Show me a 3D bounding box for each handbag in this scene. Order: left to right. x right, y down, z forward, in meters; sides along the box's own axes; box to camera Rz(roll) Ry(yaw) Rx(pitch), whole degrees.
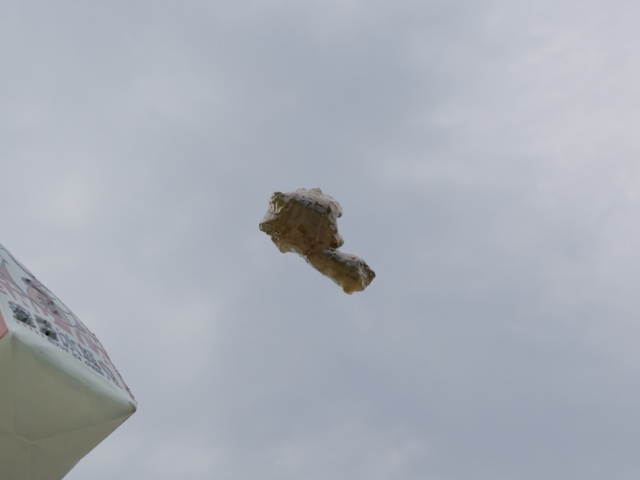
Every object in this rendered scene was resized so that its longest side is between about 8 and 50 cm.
[{"bbox_3d":[-0.315,0.089,0.834,0.151,0.298,0.171,-45,-46,-1],"label":"handbag"}]

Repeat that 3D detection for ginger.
[{"bbox_3d":[0.004,-0.007,1.122,0.165,0.096,0.067,38,-24,-2],"label":"ginger"}]
